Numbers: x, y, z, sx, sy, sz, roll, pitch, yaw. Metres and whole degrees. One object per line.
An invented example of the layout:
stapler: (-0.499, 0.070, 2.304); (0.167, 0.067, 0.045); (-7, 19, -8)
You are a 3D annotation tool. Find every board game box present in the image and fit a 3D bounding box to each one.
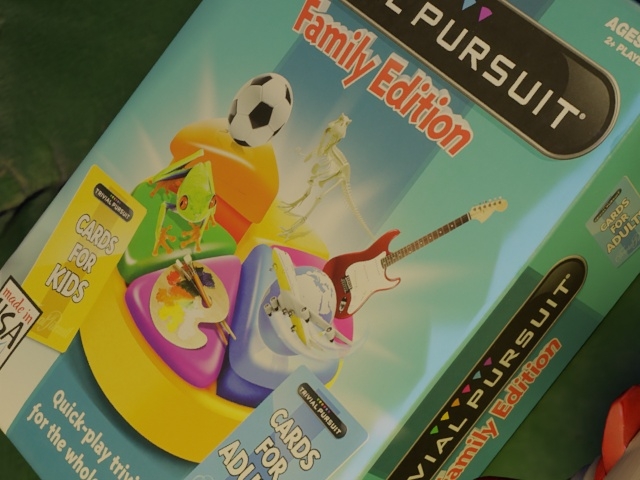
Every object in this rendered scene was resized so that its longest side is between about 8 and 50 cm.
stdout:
board game box: (0.000, 0.000, 0.908); (0.336, 0.079, 0.254); (-53, 49, 6)

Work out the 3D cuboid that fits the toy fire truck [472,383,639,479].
toy fire truck: (0.100, 0.116, 0.645); (0.217, 0.246, 0.158); (-43, 47, 43)
